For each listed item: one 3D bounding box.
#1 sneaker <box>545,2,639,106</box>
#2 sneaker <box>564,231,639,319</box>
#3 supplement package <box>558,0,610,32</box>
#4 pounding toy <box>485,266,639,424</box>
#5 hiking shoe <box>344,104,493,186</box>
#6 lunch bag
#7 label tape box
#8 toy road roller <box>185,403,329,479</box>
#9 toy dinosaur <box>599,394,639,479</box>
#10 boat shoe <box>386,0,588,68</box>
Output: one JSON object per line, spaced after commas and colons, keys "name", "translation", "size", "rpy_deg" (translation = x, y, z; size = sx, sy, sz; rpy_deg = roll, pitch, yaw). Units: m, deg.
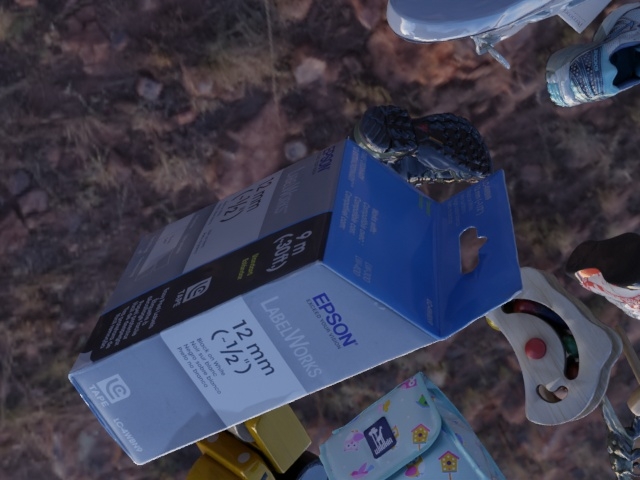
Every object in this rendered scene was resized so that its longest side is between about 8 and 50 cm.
{"name": "sneaker", "translation": [0.471, -0.278, 1.525], "size": [0.283, 0.122, 0.110], "rpy_deg": [-37, 119, -31]}
{"name": "sneaker", "translation": [0.495, 0.061, 1.547], "size": [0.145, 0.270, 0.090], "rpy_deg": [31, 85, -8]}
{"name": "supplement package", "translation": [0.425, -0.424, 1.521], "size": [0.105, 0.105, 0.179], "rpy_deg": [41, 127, 1]}
{"name": "pounding toy", "translation": [0.332, 0.161, 1.371], "size": [0.154, 0.269, 0.155], "rpy_deg": [-51, 154, 15]}
{"name": "hiking shoe", "translation": [0.115, -0.107, 1.260], "size": [0.227, 0.086, 0.114], "rpy_deg": [12, 151, -35]}
{"name": "lunch bag", "translation": [0.148, 0.366, 1.571], "size": [0.223, 0.262, 0.160], "rpy_deg": [-40, 165, 13]}
{"name": "label tape box", "translation": [-0.015, 0.021, 0.856], "size": [0.348, 0.249, 0.115], "rpy_deg": [-27, 111, 18]}
{"name": "toy road roller", "translation": [-0.153, 0.406, 1.849], "size": [0.240, 0.203, 0.329], "rpy_deg": [-43, 129, -25]}
{"name": "toy dinosaur", "translation": [0.594, 0.382, 1.926], "size": [0.118, 0.268, 0.064], "rpy_deg": [-16, 178, 45]}
{"name": "boat shoe", "translation": [0.241, -0.314, 1.358], "size": [0.367, 0.136, 0.156], "rpy_deg": [-28, 149, -24]}
